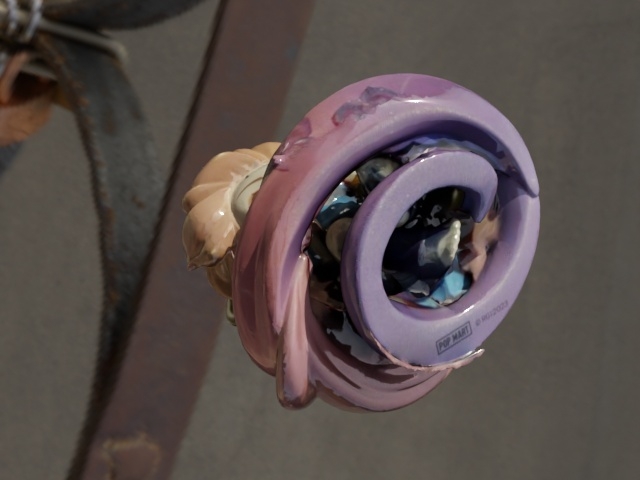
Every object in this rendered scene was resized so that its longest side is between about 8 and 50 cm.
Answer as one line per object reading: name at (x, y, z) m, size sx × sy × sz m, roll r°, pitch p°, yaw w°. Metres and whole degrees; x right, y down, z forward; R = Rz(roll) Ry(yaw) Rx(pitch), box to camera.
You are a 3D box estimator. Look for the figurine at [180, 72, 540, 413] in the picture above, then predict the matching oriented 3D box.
figurine at (0.007, 0.008, 0.530) m, size 0.126 × 0.157 × 0.114 m, roll -37°, pitch 99°, yaw -28°
